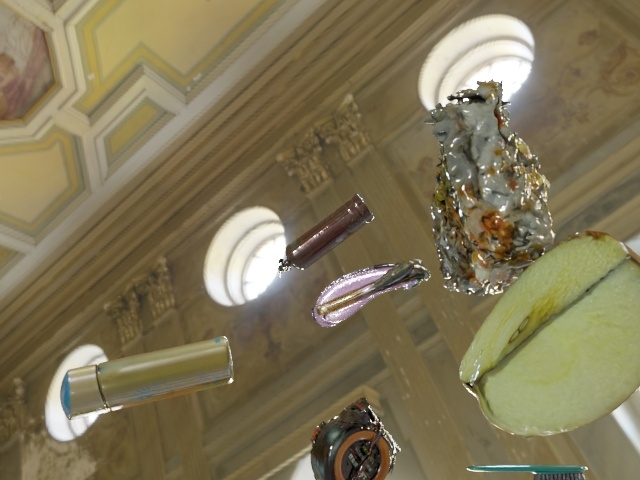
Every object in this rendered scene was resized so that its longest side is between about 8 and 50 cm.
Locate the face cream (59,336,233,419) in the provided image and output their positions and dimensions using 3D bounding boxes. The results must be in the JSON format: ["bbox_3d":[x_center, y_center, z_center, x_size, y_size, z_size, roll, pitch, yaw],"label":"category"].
[{"bbox_3d":[-0.293,0.232,1.081,0.285,0.067,0.139,-10,-34,-13],"label":"face cream"}]

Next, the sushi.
[{"bbox_3d":[0.292,-0.089,1.185,0.176,0.417,0.417,-7,-39,6],"label":"sushi"}]

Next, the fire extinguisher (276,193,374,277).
[{"bbox_3d":[0.000,0.000,1.493,0.268,0.072,0.089,-37,-13,5],"label":"fire extinguisher"}]

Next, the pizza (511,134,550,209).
[{"bbox_3d":[0.486,-0.161,1.590,0.223,0.323,0.089,-24,-6,-46],"label":"pizza"}]

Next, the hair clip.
[{"bbox_3d":[0.130,0.133,1.823,0.359,0.110,0.095,-26,3,18],"label":"hair clip"}]

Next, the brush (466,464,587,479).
[{"bbox_3d":[0.334,0.378,1.035,0.194,0.032,0.043,-1,-13,-2],"label":"brush"}]

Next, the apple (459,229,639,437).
[{"bbox_3d":[0.353,0.132,0.942,0.179,0.254,0.346,2,-44,-41],"label":"apple"}]

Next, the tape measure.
[{"bbox_3d":[0.081,0.534,1.609,0.223,0.135,0.202,-40,-71,-22],"label":"tape measure"}]
